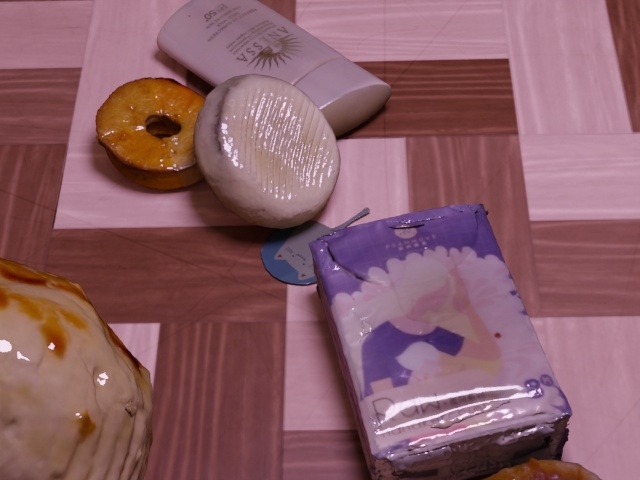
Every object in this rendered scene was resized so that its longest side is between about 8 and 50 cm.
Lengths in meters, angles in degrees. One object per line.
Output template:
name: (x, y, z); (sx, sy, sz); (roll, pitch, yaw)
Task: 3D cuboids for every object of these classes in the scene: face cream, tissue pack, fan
face cream: (-0.075, -0.263, 1.938); (0.173, 0.081, 0.348); (-38, 58, -26)
tissue pack: (0.140, 0.128, 1.571); (0.242, 0.125, 0.344); (-11, 52, -7)
fan: (0.000, 0.000, 1.762); (0.175, 0.005, 0.113); (-34, 56, -22)

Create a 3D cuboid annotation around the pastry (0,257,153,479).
pastry: (-0.360, 0.181, 1.371); (0.388, 0.388, 0.313); (3, 62, 5)

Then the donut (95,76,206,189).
donut: (-0.228, -0.148, 1.856); (0.190, 0.075, 0.174); (16, 51, 10)

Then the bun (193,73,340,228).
bun: (-0.083, -0.117, 1.774); (0.222, 0.127, 0.222); (10, 67, -24)

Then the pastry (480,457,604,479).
pastry: (0.246, 0.335, 1.414); (0.192, 0.093, 0.182); (-19, 54, -14)
